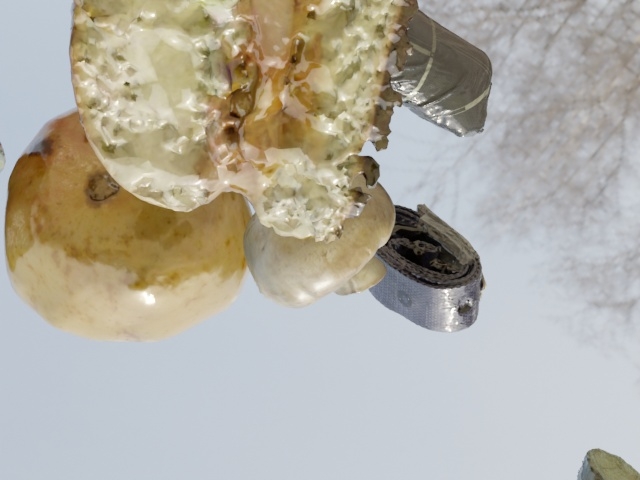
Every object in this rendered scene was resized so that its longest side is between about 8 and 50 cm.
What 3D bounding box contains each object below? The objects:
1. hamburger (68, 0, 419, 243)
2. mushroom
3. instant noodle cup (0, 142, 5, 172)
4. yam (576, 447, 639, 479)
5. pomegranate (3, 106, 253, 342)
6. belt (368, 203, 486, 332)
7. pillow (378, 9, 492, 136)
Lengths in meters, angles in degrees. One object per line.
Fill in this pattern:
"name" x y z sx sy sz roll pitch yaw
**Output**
"hamburger" -0.055 -0.247 0.909 0.268 0.445 0.287 8 -158 -5
"mushroom" 0.000 0.000 1.113 0.127 0.166 0.166 57 -149 -16
"instant noodle cup" -0.542 -0.041 1.380 0.264 0.264 0.200 15 -116 -25
"yam" 0.353 0.371 1.408 0.107 0.183 0.107 23 -169 -5
"pomegranate" -0.254 -0.011 1.435 0.343 0.342 0.342 22 -144 -17
"belt" 0.150 0.047 1.681 0.140 0.126 0.230 -25 -137 -27
"pillow" 0.113 -0.262 1.546 0.335 0.093 0.161 26 -124 -28
